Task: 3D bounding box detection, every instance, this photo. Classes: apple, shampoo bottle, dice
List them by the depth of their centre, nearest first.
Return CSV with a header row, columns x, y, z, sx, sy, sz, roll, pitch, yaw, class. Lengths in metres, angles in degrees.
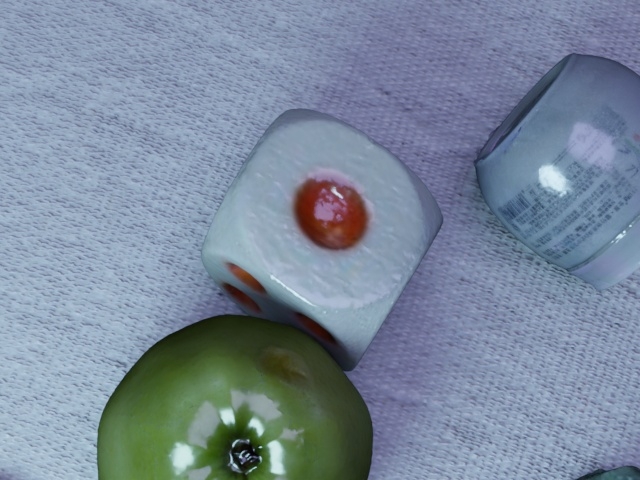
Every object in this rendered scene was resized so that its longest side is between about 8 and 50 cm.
x,y,z,sx,sy,sz,roll,pitch,yaw,class
-0.109,0.258,1.742,0.357,0.357,0.357,1,76,-6,apple
0.000,0.000,1.844,0.259,0.251,0.243,33,73,4,dice
0.370,-0.093,1.902,0.266,0.273,0.273,43,76,-4,shampoo bottle

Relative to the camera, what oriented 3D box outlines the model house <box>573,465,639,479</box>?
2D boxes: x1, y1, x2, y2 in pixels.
x,y,z,sx,sy,sz,roll,pitch,yaw,class
0.299,0.471,1.802,0.324,0.194,0.267,-21,80,-7,model house
